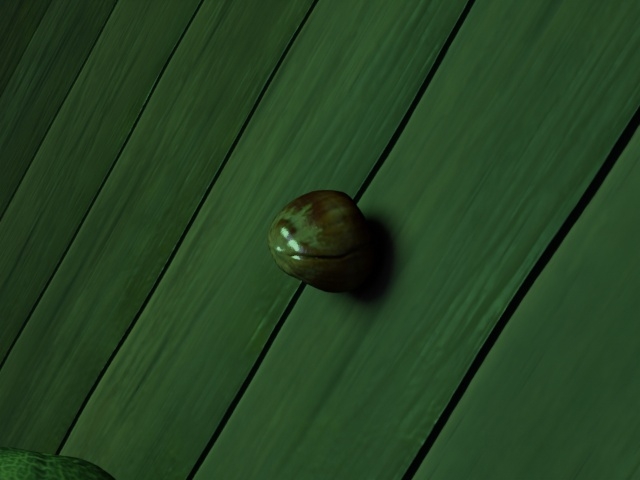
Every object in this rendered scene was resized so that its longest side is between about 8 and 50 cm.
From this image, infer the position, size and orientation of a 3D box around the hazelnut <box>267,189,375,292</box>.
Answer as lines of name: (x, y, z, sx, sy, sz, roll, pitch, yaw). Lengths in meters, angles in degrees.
hazelnut: (0.000, 0.000, 0.809, 0.086, 0.086, 0.086, -24, 55, 40)

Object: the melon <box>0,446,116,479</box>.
melon: (-0.243, 0.316, 0.809, 0.237, 0.237, 0.302, -10, 68, 46)
